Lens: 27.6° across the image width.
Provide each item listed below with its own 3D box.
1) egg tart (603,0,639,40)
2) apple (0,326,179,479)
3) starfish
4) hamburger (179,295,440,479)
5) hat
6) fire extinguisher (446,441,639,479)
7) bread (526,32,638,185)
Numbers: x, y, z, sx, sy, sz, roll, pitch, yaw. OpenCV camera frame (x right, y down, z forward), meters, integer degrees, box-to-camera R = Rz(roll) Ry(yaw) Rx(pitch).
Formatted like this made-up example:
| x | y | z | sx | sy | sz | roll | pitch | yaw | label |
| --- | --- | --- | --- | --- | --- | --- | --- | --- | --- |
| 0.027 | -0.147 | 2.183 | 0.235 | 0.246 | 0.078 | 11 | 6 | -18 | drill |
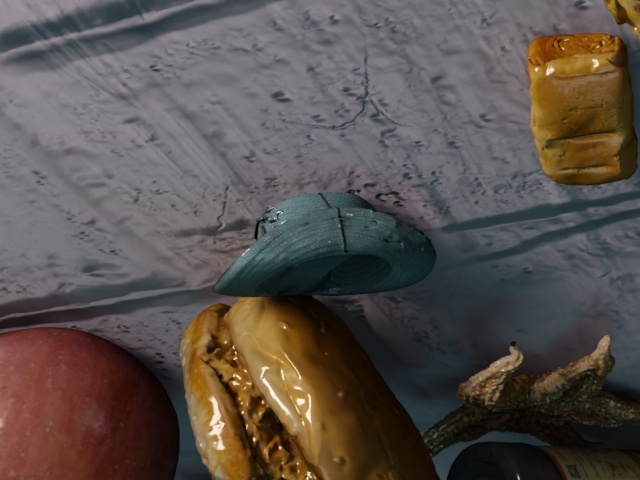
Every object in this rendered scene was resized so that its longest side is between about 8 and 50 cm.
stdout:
| x | y | z | sx | sy | sz | roll | pitch | yaw | label |
| --- | --- | --- | --- | --- | --- | --- | --- | --- | --- |
| 0.285 | -0.194 | 0.682 | 0.295 | 0.116 | 0.295 | 5 | 145 | 4 | egg tart |
| -0.299 | 0.230 | 1.342 | 0.306 | 0.235 | 0.305 | 4 | 148 | 2 | apple |
| 0.228 | 0.162 | 1.303 | 0.302 | 0.060 | 0.299 | 16 | 142 | -39 | starfish |
| -0.007 | 0.174 | 1.178 | 0.158 | 0.318 | 0.318 | -32 | 139 | 5 | hamburger |
| 0.000 | 0.000 | 1.081 | 0.191 | 0.078 | 0.138 | 0 | 161 | -24 | hat |
| 0.289 | 0.264 | 1.387 | 0.376 | 0.113 | 0.200 | 10 | -167 | -34 | fire extinguisher |
| 0.185 | -0.090 | 0.917 | 0.074 | 0.053 | 0.132 | -2 | 145 | 14 | bread |
